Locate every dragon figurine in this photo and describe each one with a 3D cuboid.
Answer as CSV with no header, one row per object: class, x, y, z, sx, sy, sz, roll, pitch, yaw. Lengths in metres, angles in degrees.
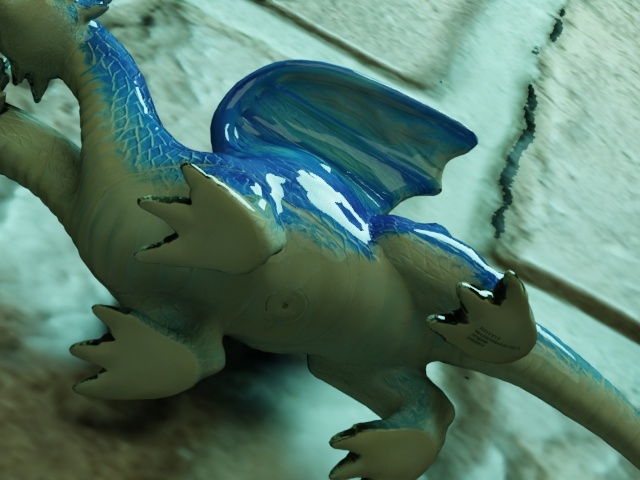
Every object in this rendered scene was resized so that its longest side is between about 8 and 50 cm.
dragon figurine,0.000,0.000,0.490,0.289,0.085,0.144,19,26,-16
